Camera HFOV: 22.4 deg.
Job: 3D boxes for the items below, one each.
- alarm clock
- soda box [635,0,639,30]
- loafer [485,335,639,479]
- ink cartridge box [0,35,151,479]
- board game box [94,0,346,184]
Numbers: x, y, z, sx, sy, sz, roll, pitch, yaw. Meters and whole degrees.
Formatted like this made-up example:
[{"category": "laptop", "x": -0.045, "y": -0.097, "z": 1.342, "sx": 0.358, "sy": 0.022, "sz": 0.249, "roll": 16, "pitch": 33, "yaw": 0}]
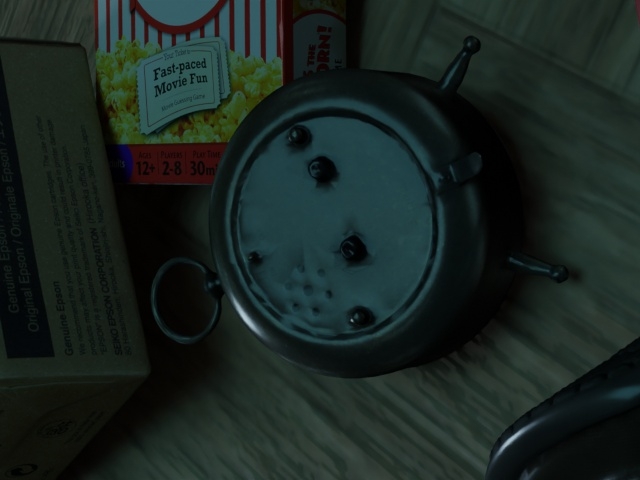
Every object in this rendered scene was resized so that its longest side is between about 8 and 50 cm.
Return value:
[{"category": "alarm clock", "x": 0.000, "y": 0.000, "z": 0.689, "sx": 0.192, "sy": 0.064, "sz": 0.129, "roll": -25, "pitch": 81, "yaw": 30}, {"category": "soda box", "x": 0.225, "y": -0.097, "z": 0.490, "sx": 0.263, "sy": 0.083, "sz": 0.092, "roll": -20, "pitch": 68, "yaw": 42}, {"category": "loafer", "x": 0.101, "y": 0.096, "z": 0.557, "sx": 0.078, "sy": 0.080, "sz": 0.220, "roll": 52, "pitch": 155, "yaw": 18}, {"category": "ink cartridge box", "x": -0.187, "y": 0.035, "z": 0.860, "sx": 0.234, "sy": 0.088, "sz": 0.193, "roll": -47, "pitch": 51, "yaw": 48}, {"category": "board game box", "x": -0.051, "y": -0.123, "z": 0.792, "sx": 0.147, "sy": 0.045, "sz": 0.193, "roll": 1, "pitch": 93, "yaw": 46}]
